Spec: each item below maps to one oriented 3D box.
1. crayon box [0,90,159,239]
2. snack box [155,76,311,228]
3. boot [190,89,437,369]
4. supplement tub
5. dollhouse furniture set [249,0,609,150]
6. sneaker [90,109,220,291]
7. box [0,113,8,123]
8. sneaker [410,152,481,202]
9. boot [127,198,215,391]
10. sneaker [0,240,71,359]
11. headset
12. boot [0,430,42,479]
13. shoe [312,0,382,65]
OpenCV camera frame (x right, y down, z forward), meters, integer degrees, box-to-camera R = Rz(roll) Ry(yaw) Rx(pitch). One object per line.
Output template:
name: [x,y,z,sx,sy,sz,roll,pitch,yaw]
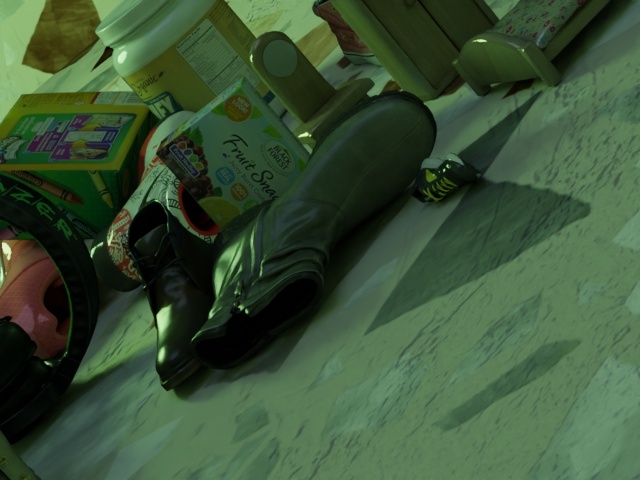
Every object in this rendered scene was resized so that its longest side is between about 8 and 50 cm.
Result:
crayon box: [-0.277,-0.087,2.129,0.165,0.081,0.278,0,22,5]
snack box: [-0.060,-0.058,1.688,0.100,0.141,0.037,-37,15,15]
boot: [0.000,0.000,1.540,0.246,0.083,0.161,-41,21,22]
supplement tub: [-0.140,-0.197,2.151,0.144,0.200,0.144,-38,15,12]
dollhouse furniture set: [0.125,-0.215,1.619,0.303,0.174,0.355,-46,16,-17]
sneaker: [-0.128,-0.064,1.971,0.145,0.090,0.270,-28,23,35]
box: [-0.366,-0.052,2.346,0.091,0.170,0.130,-25,21,45]
sneaker: [0.097,-0.045,1.498,0.035,0.031,0.083,-59,15,-12]
boot: [-0.133,0.045,1.645,0.082,0.106,0.219,-37,16,16]
sneaker: [-0.286,0.053,2.039,0.136,0.116,0.314,-23,27,19]
headset: [-0.363,0.102,1.833,0.394,0.243,0.185,-57,8,21]
boot: [-0.282,0.174,1.534,0.077,0.165,0.213,-36,9,-6]
shoe: [0.049,-0.232,2.019,0.063,0.081,0.178,-45,16,-13]
